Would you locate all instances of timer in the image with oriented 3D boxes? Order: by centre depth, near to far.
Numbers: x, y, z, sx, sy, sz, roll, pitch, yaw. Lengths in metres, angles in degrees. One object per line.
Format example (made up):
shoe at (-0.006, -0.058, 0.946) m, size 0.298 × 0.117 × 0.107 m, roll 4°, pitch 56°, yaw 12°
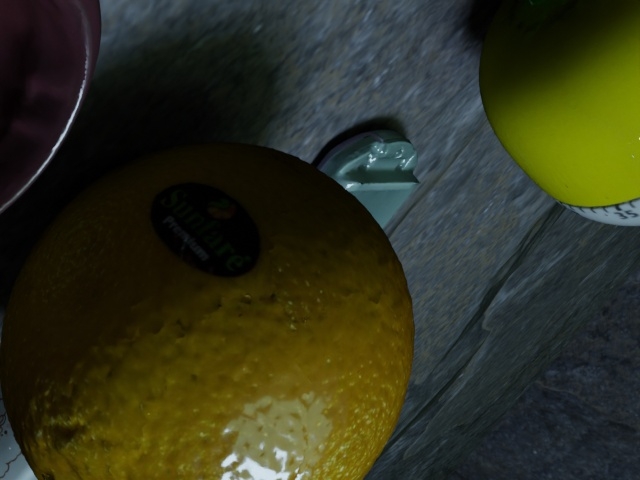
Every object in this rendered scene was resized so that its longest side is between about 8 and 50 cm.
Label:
timer at (0.228, -0.170, 0.888) m, size 0.285 × 0.285 × 0.285 m, roll -36°, pitch 158°, yaw -18°

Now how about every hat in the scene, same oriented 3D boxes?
hat at (-0.187, -0.076, 0.489) m, size 0.205 × 0.089 × 0.205 m, roll -41°, pitch 158°, yaw -20°

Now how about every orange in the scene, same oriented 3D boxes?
orange at (-0.072, 0.071, 0.719) m, size 0.274 × 0.274 × 0.274 m, roll -36°, pitch 158°, yaw -18°

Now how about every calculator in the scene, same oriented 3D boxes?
calculator at (0.000, 0.000, 1.017) m, size 0.246 × 0.045 × 0.141 m, roll -53°, pitch 157°, yaw 23°

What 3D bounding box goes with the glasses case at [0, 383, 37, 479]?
glasses case at (-0.231, 0.150, 0.852) m, size 0.193 × 0.074 × 0.049 m, roll -49°, pitch 161°, yaw 15°
